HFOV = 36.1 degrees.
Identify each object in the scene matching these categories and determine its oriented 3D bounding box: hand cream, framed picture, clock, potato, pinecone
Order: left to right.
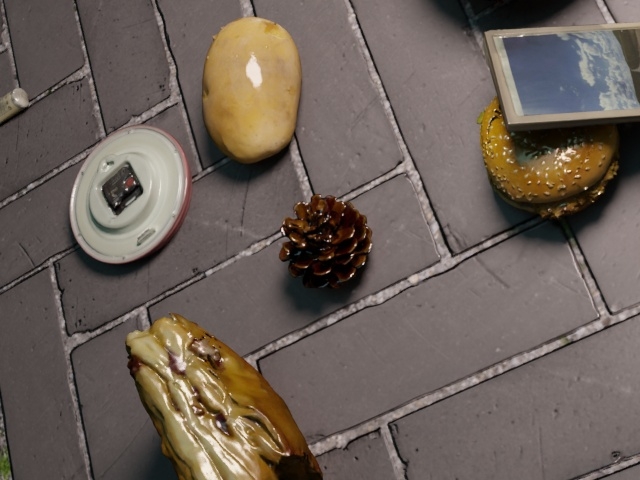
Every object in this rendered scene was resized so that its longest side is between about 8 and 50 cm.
[{"bbox_3d":[-0.610,-0.245,1.871,0.143,0.039,0.061,-21,72,32],"label":"hand cream"},{"bbox_3d":[-0.320,-0.077,1.641,0.244,0.056,0.244,-10,69,27],"label":"clock"},{"bbox_3d":[-0.113,-0.235,1.534,0.150,0.146,0.233,-20,62,56],"label":"potato"},{"bbox_3d":[0.001,-0.001,1.397,0.140,0.120,0.140,-15,50,18],"label":"pinecone"},{"bbox_3d":[0.346,-0.208,1.235,0.260,0.023,0.189,-3,48,0],"label":"framed picture"}]

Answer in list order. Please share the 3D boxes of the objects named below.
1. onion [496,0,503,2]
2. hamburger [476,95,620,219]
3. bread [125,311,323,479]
[{"bbox_3d":[0.258,-0.480,1.339,0.314,0.232,0.313,-9,69,25],"label":"onion"},{"bbox_3d":[0.296,-0.117,1.275,0.182,0.118,0.190,-9,74,28],"label":"hamburger"},{"bbox_3d":[-0.115,0.267,1.317,0.167,0.277,0.324,-28,61,-7],"label":"bread"}]
